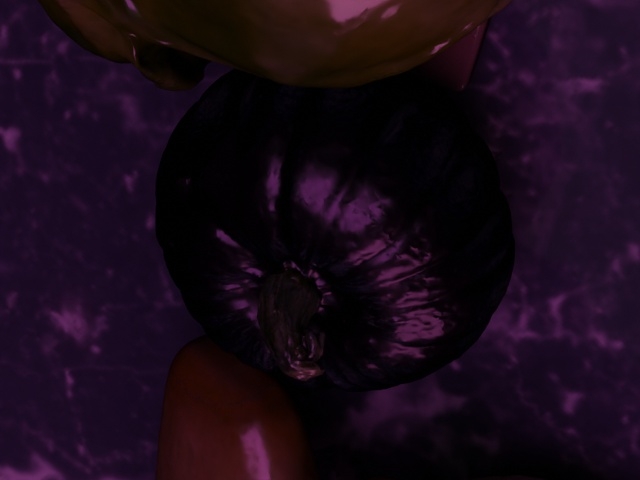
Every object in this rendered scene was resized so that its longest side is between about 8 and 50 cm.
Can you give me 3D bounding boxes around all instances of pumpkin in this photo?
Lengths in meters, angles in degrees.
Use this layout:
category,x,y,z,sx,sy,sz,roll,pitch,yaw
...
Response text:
category,x,y,z,sx,sy,sz,roll,pitch,yaw
pumpkin,0.005,-0.009,0.945,0.194,0.150,0.194,11,109,36

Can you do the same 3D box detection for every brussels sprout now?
category,x,y,z,sx,sy,sz,roll,pitch,yaw
brussels sprout,-0.019,-0.188,0.811,0.259,0.227,0.294,15,140,15

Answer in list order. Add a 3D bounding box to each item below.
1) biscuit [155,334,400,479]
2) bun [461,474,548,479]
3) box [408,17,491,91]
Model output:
category,x,y,z,sx,sy,sz,roll,pitch,yaw
biscuit,-0.013,0.217,1.034,0.237,0.062,0.291,37,135,32
bun,0.121,0.210,1.037,0.188,0.111,0.164,-6,104,31
box,0.069,-0.133,0.927,0.048,0.025,0.115,18,119,6
